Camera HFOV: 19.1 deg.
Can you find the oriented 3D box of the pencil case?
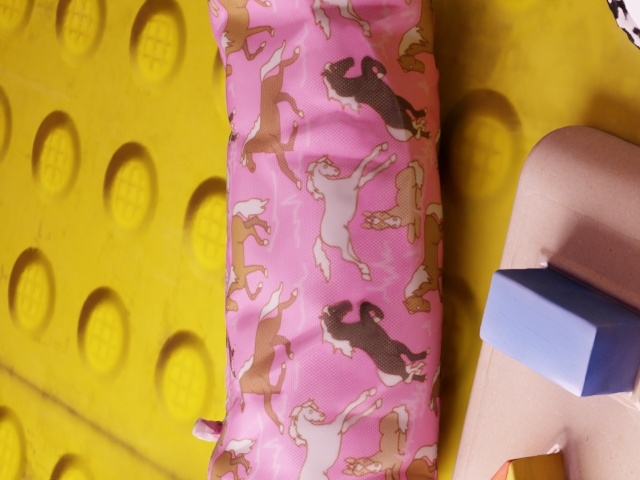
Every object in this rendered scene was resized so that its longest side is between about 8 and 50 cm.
[{"bbox_3d":[0.000,0.000,1.299,0.160,0.167,0.386,147,124,-85],"label":"pencil case"}]

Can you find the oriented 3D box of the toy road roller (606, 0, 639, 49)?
[{"bbox_3d":[0.288,-0.064,0.812,0.240,0.202,0.329,21,145,44],"label":"toy road roller"}]

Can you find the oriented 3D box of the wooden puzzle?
[{"bbox_3d":[0.184,0.136,1.119,0.322,0.080,0.348,30,110,48],"label":"wooden puzzle"}]
